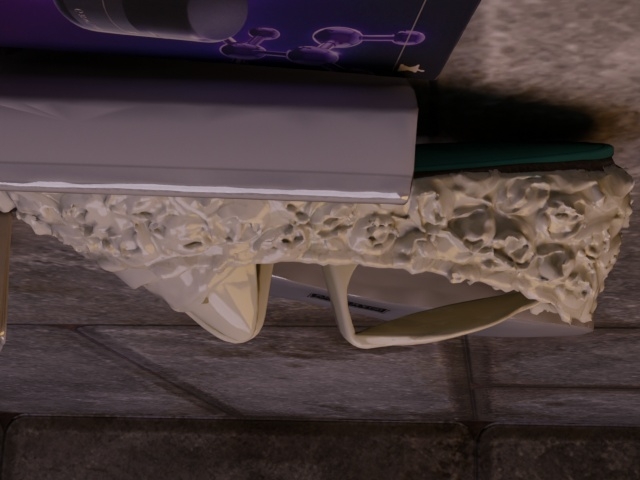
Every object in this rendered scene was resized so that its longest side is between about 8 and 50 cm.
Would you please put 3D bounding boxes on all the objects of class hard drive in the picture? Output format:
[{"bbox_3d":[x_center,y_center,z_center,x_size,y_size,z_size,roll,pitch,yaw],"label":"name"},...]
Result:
[{"bbox_3d":[-0.142,-0.065,0.526,0.353,0.047,0.233,2,-166,0],"label":"hard drive"}]

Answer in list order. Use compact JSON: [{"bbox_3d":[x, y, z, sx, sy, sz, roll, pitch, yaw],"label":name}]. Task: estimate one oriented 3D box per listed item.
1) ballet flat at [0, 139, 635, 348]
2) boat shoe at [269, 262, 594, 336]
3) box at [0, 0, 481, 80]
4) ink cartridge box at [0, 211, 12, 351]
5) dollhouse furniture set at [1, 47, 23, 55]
[{"bbox_3d":[0.000,0.000,0.682,0.409,0.147,0.147,2,165,-15],"label":"ballet flat"},{"bbox_3d":[0.056,0.002,0.833,0.306,0.105,0.113,11,168,-7],"label":"boat shoe"},{"bbox_3d":[-0.027,-0.143,0.314,0.184,0.103,0.261,1,165,-6],"label":"box"},{"bbox_3d":[-0.409,0.036,0.995,0.273,0.114,0.197,8,163,-17],"label":"ink cartridge box"},{"bbox_3d":[-0.094,-0.147,0.478,0.114,0.091,0.081,-22,119,5],"label":"dollhouse furniture set"}]
